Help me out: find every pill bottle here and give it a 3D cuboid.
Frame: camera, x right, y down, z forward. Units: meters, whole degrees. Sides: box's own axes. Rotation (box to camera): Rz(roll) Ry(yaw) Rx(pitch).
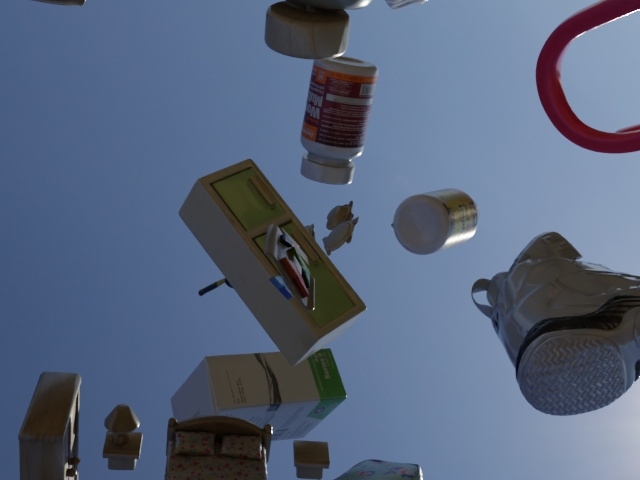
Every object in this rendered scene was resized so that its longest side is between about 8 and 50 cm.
[{"bbox_3d":[0.238,-0.042,1.663,0.117,0.117,0.215,45,-152,17],"label":"pill bottle"},{"bbox_3d":[0.029,-0.221,1.546,0.121,0.221,0.121,10,-160,-3],"label":"pill bottle"}]

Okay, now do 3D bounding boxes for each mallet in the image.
[{"bbox_3d":[-0.224,0.089,1.932,0.039,0.189,0.062,42,-120,-18],"label":"mallet"}]

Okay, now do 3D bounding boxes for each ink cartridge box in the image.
[{"bbox_3d":[-0.128,0.319,1.694,0.289,0.211,0.121,2,-124,-33],"label":"ink cartridge box"}]

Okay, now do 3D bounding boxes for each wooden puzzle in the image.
[{"bbox_3d":[-0.026,0.023,0.787,0.078,0.014,0.116,53,-165,-28],"label":"wooden puzzle"}]

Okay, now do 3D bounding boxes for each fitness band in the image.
[{"bbox_3d":[0.427,-0.229,1.114,0.054,0.291,0.209,-37,-75,-43],"label":"fitness band"}]

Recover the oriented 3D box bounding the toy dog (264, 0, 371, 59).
[{"bbox_3d":[0.005,-0.310,0.880,0.161,0.220,0.334,1,-131,-19],"label":"toy dog"}]

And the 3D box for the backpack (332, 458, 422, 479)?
[{"bbox_3d":[0.110,0.478,1.390,0.225,0.253,0.191,-20,-77,-41],"label":"backpack"}]

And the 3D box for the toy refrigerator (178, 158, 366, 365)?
[{"bbox_3d":[-0.066,0.024,1.145,0.102,0.094,0.269,-27,-107,-41],"label":"toy refrigerator"}]

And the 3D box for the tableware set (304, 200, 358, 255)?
[{"bbox_3d":[0.000,0.000,1.395,0.020,0.168,0.141,44,-155,-24],"label":"tableware set"}]

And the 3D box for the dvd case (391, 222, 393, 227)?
[{"bbox_3d":[0.248,-0.057,2.308,0.013,0.087,0.119,53,-164,26],"label":"dvd case"}]

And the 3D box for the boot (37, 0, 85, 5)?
[{"bbox_3d":[-0.523,-0.512,1.401,0.269,0.236,0.089,-4,-133,-28],"label":"boot"}]

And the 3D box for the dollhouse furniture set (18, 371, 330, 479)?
[{"bbox_3d":[-0.147,0.269,0.944,0.355,0.174,0.303,4,-155,-7],"label":"dollhouse furniture set"}]

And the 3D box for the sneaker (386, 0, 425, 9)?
[{"bbox_3d":[0.234,-0.567,1.795,0.115,0.232,0.090,31,-141,-74],"label":"sneaker"}]

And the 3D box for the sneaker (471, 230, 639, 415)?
[{"bbox_3d":[0.364,0.069,0.996,0.366,0.137,0.210,-13,-146,-13],"label":"sneaker"}]
